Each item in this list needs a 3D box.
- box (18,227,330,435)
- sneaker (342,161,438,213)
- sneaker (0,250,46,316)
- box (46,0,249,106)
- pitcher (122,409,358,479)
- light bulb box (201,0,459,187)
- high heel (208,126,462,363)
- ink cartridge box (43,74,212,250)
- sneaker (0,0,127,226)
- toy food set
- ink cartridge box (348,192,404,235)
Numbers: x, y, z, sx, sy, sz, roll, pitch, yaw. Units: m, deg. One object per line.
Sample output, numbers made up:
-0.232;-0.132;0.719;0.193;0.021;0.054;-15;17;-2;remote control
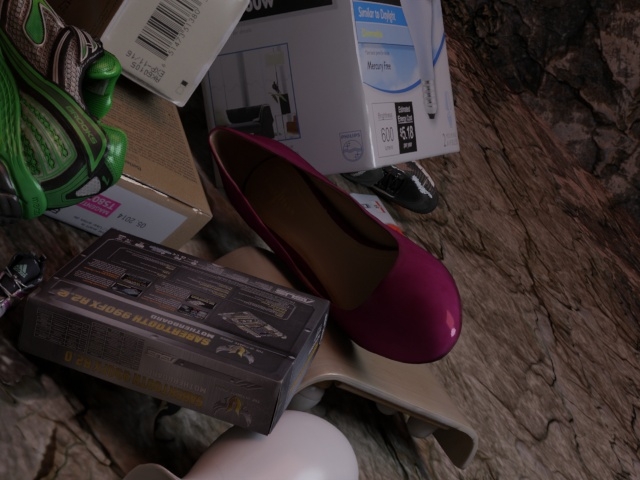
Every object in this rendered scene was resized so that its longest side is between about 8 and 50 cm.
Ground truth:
-0.122;0.075;1.065;0.231;0.056;0.183;18;23;7;box
0.080;-0.113;1.828;0.234;0.078;0.106;41;26;-5;sneaker
-0.262;0.035;1.000;0.038;0.069;0.098;44;23;-7;sneaker
-0.213;-0.276;1.355;0.121;0.148;0.311;29;6;-32;box
-0.052;0.242;1.000;0.207;0.126;0.177;-14;84;-53;pitcher
0.010;-0.271;1.573;0.358;0.225;0.360;-19;103;-65;light bulb box
0.000;0.000;1.256;0.181;0.127;0.377;38;-1;-37;high heel
-0.242;-0.104;1.231;0.235;0.088;0.193;26;32;-42;ink cartridge box
-0.259;-0.156;1.062;0.146;0.134;0.343;-10;57;-17;sneaker
0.023;0.141;1.330;0.306;0.092;0.219;28;18;-41;toy food set
0.061;-0.004;1.658;0.145;0.045;0.179;56;22;21;ink cartridge box
